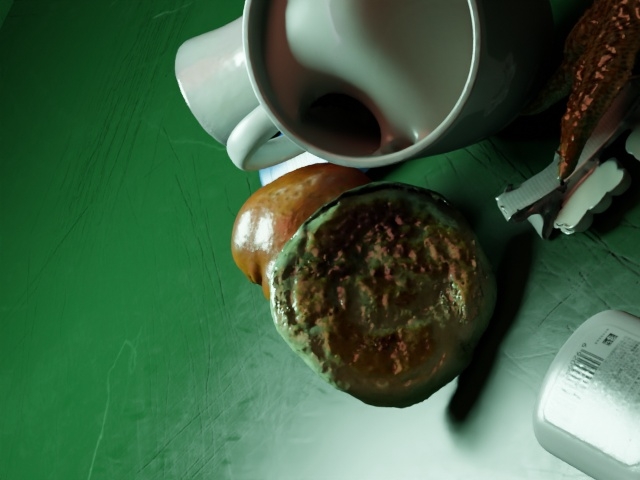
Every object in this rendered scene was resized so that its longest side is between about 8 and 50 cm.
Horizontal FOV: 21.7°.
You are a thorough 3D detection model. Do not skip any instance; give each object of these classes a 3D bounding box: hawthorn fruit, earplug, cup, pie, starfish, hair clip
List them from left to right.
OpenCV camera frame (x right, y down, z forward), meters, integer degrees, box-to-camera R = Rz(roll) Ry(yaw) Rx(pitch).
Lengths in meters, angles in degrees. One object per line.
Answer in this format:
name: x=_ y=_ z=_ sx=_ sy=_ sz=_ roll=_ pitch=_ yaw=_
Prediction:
earplug: x=-0.023 y=-0.259 z=2.142 sx=0.301 sy=0.172 sz=0.172 roll=-32 pitch=38 yaw=31
hawthorn fruit: x=0.000 y=0.000 z=1.829 sx=0.189 sy=0.189 sz=0.189 roll=-38 pitch=35 yaw=33
cup: x=0.062 y=-0.184 z=1.745 sx=0.357 sy=0.274 sz=0.259 roll=-38 pitch=79 yaw=27
pie: x=0.061 y=0.051 z=1.687 sx=0.240 sy=0.054 sz=0.240 roll=-3 pitch=68 yaw=7
hair clip: x=0.269 y=-0.091 z=1.628 sx=0.220 sy=0.054 sz=0.140 roll=-46 pitch=26 yaw=16
starfish: x=0.310 y=-0.229 z=1.630 sx=0.347 sy=0.078 sz=0.358 roll=-42 pitch=24 yaw=25

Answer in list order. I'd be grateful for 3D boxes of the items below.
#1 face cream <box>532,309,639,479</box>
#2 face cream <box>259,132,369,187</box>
face cream: x=0.285 y=0.148 z=1.346 sx=0.144 sy=0.071 sz=0.291 roll=-61 pitch=28 yaw=-4
face cream: x=0.039 y=-0.137 z=1.991 sx=0.264 sy=0.083 sz=0.149 roll=-37 pitch=36 yaw=34
